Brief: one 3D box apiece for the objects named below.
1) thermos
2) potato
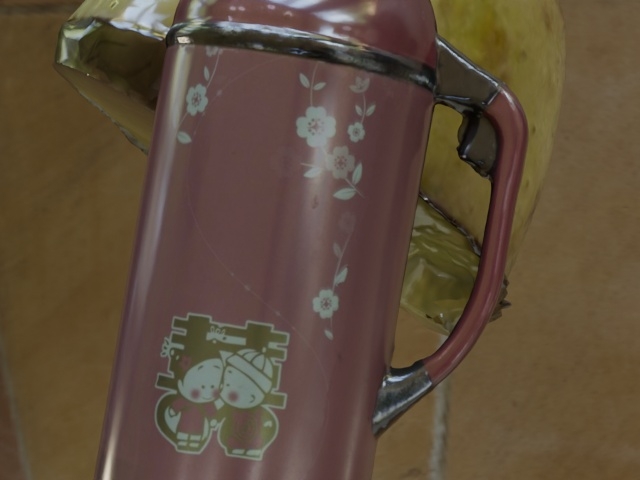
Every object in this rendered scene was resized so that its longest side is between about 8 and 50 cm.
[{"bbox_3d":[-0.007,-0.001,0.550,0.136,0.109,0.330,8,89,36],"label":"thermos"},{"bbox_3d":[0.020,-0.102,0.762,0.242,0.285,0.242,-51,19,25],"label":"potato"}]
